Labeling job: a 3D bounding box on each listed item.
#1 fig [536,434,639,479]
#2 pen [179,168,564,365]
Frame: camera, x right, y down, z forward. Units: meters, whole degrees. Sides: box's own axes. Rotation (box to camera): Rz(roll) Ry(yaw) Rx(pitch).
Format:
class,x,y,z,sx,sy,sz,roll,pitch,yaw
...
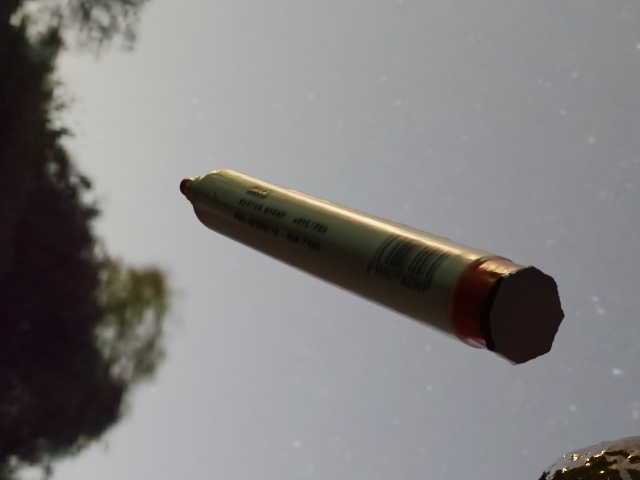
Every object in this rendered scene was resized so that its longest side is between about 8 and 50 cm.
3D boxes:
class,x,y,z,sx,sy,sz,roll,pitch,yaw
fig,0.203,0.182,0.814,0.290,0.191,0.190,78,12,-61
pen,0.000,0.000,0.428,0.218,0.026,0.026,21,-83,60
